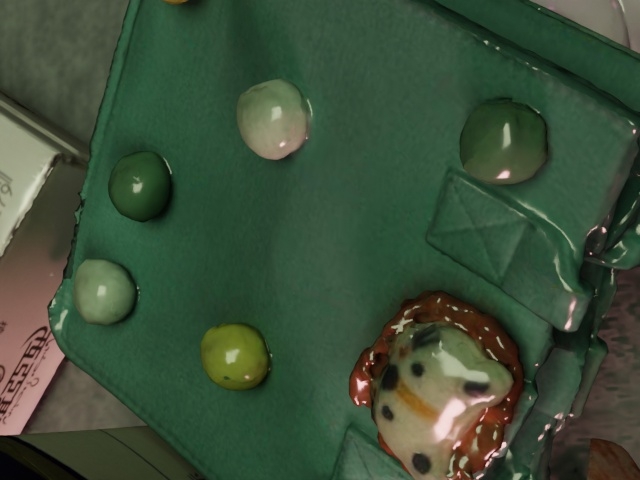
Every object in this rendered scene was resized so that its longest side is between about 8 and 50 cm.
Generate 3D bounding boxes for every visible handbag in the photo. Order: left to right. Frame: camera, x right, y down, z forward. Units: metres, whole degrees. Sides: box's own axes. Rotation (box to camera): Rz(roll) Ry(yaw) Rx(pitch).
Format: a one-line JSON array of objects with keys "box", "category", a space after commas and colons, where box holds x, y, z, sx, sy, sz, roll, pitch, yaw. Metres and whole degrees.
[{"box": [-0.005, -0.001, 0.599, 0.274, 0.100, 0.268, 39, 121, 33], "category": "handbag"}]

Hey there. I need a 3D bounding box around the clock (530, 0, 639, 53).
[{"box": [0.206, -0.194, 0.611, 0.295, 0.113, 0.322, -5, 78, 22], "category": "clock"}]

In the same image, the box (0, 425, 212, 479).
[{"box": [-0.078, 0.150, 0.590, 0.168, 0.259, 0.071, 35, 98, 23], "category": "box"}]

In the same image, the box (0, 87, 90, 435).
[{"box": [-0.242, 0.027, 0.761, 0.194, 0.111, 0.260, 33, 97, 25], "category": "box"}]

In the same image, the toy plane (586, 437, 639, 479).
[{"box": [0.217, 0.198, 0.505, 0.326, 0.223, 0.104, 29, 123, 17], "category": "toy plane"}]
